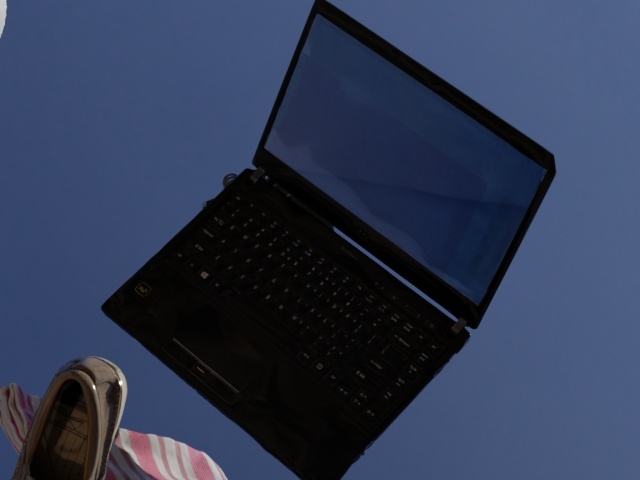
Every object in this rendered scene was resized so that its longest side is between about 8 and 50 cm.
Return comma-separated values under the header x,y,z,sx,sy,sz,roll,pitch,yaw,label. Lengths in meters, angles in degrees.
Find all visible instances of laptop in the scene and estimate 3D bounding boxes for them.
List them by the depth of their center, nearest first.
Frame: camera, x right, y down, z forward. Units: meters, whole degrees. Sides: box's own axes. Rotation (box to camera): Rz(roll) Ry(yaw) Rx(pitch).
x,y,z,sx,sy,sz,roll,pitch,yaw,label
0.000,0.000,1.156,0.234,0.136,0.264,37,-111,23,laptop

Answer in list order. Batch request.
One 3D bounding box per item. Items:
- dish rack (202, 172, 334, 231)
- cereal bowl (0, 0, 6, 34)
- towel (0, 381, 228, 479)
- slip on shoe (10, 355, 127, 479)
x,y,z,sx,sy,sz,roll,pitch,yaw,label
-0.003,-0.053,1.474,0.208,0.271,0.074,-19,-79,-1,dish rack
-0.482,-0.364,1.901,0.141,0.339,0.339,-34,-121,-21,cereal bowl
-0.114,0.160,1.056,0.144,0.197,0.029,39,-77,51,towel
-0.132,0.124,0.792,0.051,0.041,0.135,21,-86,8,slip on shoe
